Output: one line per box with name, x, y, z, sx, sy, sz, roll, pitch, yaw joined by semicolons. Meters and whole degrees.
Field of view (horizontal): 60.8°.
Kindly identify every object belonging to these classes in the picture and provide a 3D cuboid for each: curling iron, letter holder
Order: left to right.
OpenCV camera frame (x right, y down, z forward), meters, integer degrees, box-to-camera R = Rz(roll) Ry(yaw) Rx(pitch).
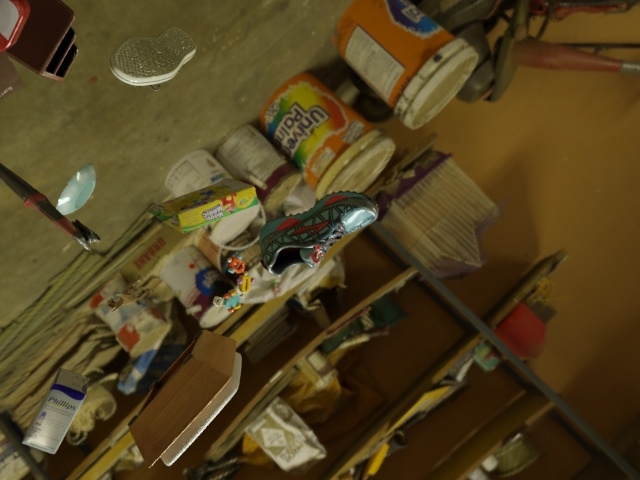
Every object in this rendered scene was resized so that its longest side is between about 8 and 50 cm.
letter holder;-0.853;-0.635;1.558;0.214;0.302;0.152;-58;-172;5
curling iron;-0.497;-0.065;0.965;0.035;0.274;0.068;-54;170;-14

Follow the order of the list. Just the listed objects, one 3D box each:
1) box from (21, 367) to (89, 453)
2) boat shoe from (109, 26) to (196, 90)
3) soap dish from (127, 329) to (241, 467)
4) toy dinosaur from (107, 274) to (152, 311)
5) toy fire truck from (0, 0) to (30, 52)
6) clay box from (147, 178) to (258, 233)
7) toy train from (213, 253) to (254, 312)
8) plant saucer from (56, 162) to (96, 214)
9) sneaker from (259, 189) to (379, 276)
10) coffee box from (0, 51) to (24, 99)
box;-0.566;0.362;1.173;0.137;0.072;0.126;-63;-161;-8
boat shoe;-0.611;-0.645;1.984;0.156;0.187;0.500;-39;-164;29
soap dish;-0.279;0.316;1.160;0.229;0.118;0.291;-48;-172;-2
toy dinosaur;-0.422;0.126;1.206;0.092;0.053;0.183;-44;-170;-30
toy fire truck;-0.697;-0.440;0.971;0.254;0.302;0.169;-45;-155;27
clay box;-0.271;-0.078;1.252;0.222;0.053;0.127;-25;-153;-27
toy train;-0.268;0.130;1.644;0.125;0.046;0.166;39;69;-41
plant saucer;-0.763;-0.154;1.731;0.195;0.037;0.195;-58;-173;11
sneaker;0.000;0.000;1.064;0.262;0.125;0.104;-23;137;22
coffee box;-0.819;-0.389;1.223;0.141;0.246;0.098;-52;156;-31
